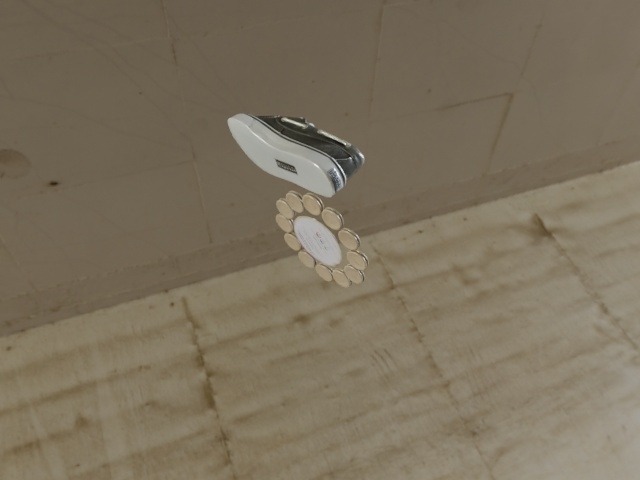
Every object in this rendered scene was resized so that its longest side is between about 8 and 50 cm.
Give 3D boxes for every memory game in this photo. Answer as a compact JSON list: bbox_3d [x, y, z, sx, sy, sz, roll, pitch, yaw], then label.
[{"bbox_3d":[0.000,0.000,0.806,0.012,0.186,0.186,-44,-20,-29],"label":"memory game"}]

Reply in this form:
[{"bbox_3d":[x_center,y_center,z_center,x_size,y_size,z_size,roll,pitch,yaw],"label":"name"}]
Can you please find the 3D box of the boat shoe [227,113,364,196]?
[{"bbox_3d":[-0.037,-0.126,0.690,0.070,0.219,0.077,-43,-37,-22],"label":"boat shoe"}]
